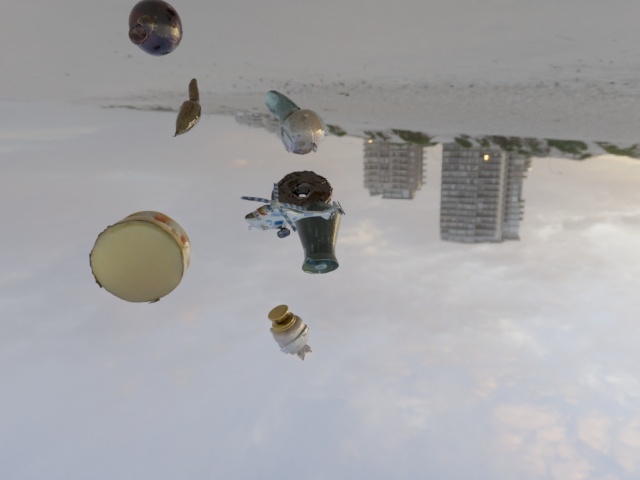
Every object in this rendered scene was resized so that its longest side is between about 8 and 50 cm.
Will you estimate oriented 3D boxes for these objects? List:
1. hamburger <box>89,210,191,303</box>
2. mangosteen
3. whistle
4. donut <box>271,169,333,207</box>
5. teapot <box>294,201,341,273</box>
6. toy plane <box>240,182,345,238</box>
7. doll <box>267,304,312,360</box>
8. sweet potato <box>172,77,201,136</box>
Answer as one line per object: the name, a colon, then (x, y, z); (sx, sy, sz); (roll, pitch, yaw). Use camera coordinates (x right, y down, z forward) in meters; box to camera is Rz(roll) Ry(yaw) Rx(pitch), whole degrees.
hamburger: (-0.543, 0.055, 1.451); (0.303, 0.261, 0.186); (-43, -165, 4)
mangosteen: (-0.456, -0.583, 1.314); (0.153, 0.152, 0.152); (-2, -163, 1)
whistle: (-0.097, -0.467, 1.870); (0.189, 0.189, 0.347); (-16, -121, -38)
donut: (-0.076, -0.178, 1.998); (0.270, 0.103, 0.269); (-1, -126, 2)
teapot: (0.000, 0.000, 1.709); (0.171, 0.225, 0.203); (-14, 154, 21)
toy plane: (-0.082, -0.078, 1.365); (0.273, 0.107, 0.182); (-19, -124, -39)
doll: (-0.067, 0.194, 0.996); (0.084, 0.127, 0.073); (-1, -146, 45)
sweet potato: (-0.440, -0.448, 1.631); (0.075, 0.074, 0.269); (0, -121, 9)
